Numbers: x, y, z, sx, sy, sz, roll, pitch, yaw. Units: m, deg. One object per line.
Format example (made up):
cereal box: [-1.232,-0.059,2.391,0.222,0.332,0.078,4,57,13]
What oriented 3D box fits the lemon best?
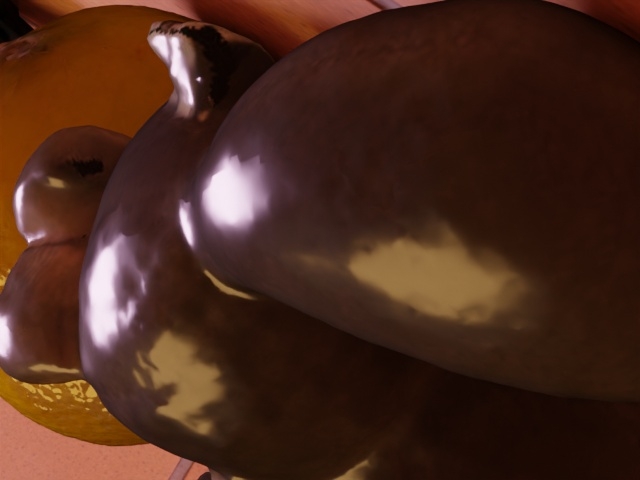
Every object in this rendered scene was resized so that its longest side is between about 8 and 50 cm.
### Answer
lemon: [-0.111,-0.023,0.966,0.240,0.240,0.219,22,148,54]

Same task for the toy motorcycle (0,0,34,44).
toy motorcycle: [-0.298,-0.113,1.366,0.232,0.172,0.416,39,163,-10]

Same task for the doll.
doll: [0.073,0.068,0.744,0.382,0.252,0.378,25,175,-24]
